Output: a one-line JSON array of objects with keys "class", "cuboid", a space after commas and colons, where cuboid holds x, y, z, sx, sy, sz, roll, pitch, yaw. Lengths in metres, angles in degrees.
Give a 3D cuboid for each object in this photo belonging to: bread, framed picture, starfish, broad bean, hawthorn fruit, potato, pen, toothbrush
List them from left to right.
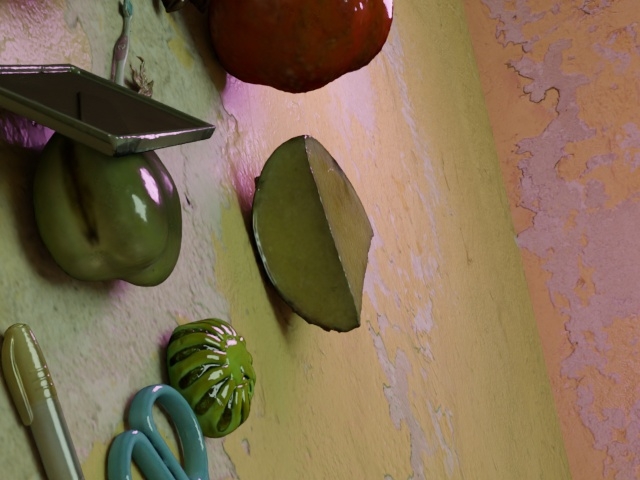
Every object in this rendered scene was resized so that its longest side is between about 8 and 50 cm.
[{"class": "pen", "cuboid": [-0.232, 0.184, 1.183, 0.040, 0.032, 0.233, -17, 88, -49]}, {"class": "framed picture", "cuboid": [-0.225, -0.136, 1.335, 0.023, 0.189, 0.260, -69, 168, 14]}, {"class": "broad bean", "cuboid": [-0.210, -0.038, 1.375, 0.263, 0.121, 0.189, -35, 100, -87]}, {"class": "toothbrush", "cuboid": [-0.233, -0.219, 1.610, 0.022, 0.017, 0.204, 67, 15, -45]}, {"class": "starfish", "cuboid": [-0.211, -0.177, 1.634, 0.086, 0.016, 0.092, -3, 81, -76]}, {"class": "bread", "cuboid": [-0.115, 0.146, 1.495, 0.130, 0.071, 0.139, 65, 18, -3]}, {"class": "hawthorn fruit", "cuboid": [-0.030, -0.377, 1.898, 0.287, 0.287, 0.330, -81, 172, -56]}, {"class": "potato", "cuboid": [0.000, 0.000, 1.915, 0.255, 0.112, 0.269, 1, 73, -75]}]

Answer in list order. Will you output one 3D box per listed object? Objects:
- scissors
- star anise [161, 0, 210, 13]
[{"class": "scissors", "cuboid": [-0.089, 0.352, 1.418, 0.447, 0.029, 0.193, 61, 21, -24]}, {"class": "star anise", "cuboid": [-0.208, -0.371, 1.760, 0.177, 0.073, 0.234, 61, 28, 0]}]
